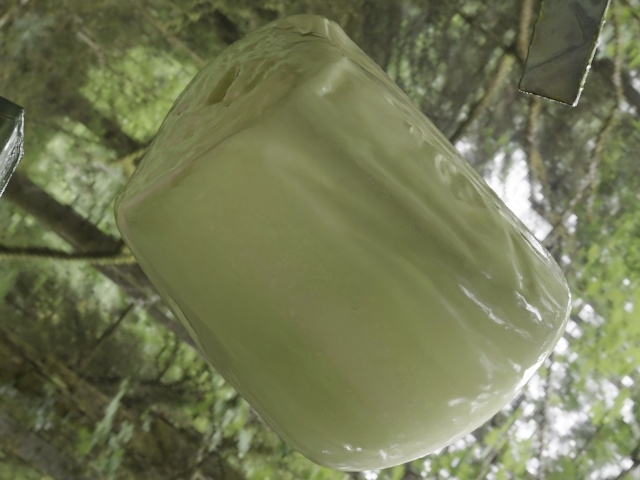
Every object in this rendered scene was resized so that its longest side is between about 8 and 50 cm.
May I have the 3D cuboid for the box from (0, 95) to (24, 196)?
[{"bbox_3d":[-0.240,-0.068,0.761,0.085,0.063,0.060,121,-7,-63],"label":"box"}]

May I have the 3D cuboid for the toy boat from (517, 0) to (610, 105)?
[{"bbox_3d":[0.232,-0.191,1.064,0.016,0.063,0.115,-12,120,-69],"label":"toy boat"}]

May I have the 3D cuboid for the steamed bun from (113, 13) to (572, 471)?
[{"bbox_3d":[0.000,0.000,1.018,0.290,0.371,0.456,-42,-174,11],"label":"steamed bun"}]
